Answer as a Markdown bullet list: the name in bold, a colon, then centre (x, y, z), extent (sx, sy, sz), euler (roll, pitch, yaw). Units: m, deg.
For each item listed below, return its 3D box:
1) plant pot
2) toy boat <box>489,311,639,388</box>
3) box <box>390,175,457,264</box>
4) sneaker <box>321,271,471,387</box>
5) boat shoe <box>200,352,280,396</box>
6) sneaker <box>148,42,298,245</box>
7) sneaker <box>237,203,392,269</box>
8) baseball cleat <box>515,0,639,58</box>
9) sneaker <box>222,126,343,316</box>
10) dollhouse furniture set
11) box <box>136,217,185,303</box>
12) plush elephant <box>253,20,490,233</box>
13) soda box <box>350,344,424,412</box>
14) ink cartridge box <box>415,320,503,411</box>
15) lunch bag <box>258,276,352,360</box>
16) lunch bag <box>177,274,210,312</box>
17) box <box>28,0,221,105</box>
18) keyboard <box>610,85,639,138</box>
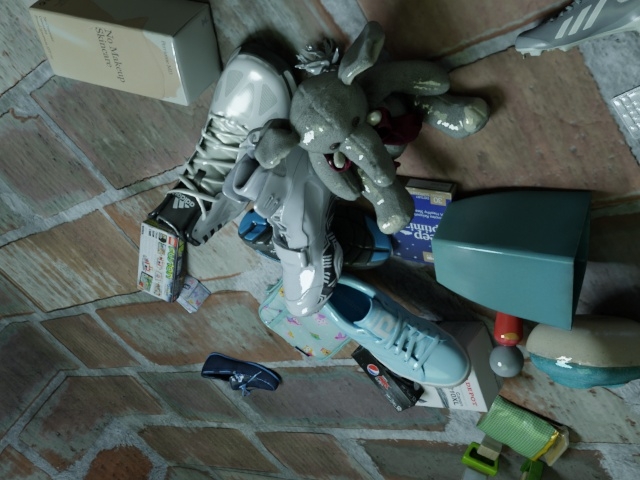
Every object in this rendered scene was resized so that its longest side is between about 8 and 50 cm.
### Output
- **plant pot**: centre (0.318, 0.019, 1.123), extent (0.234, 0.165, 0.165), euler (8, 137, 27)
- **toy boat**: centre (0.445, 0.204, 1.215), extent (0.268, 0.148, 0.318), euler (3, -178, -35)
- **box**: centre (0.198, -0.022, 1.273), extent (0.136, 0.036, 0.225), euler (10, 139, 26)
- **sneaker**: centre (0.130, 0.182, 1.329), extent (0.366, 0.135, 0.150), euler (29, -179, 15)
- **boat shoe**: centre (-0.247, 0.426, 2.037), extent (0.258, 0.089, 0.109), euler (7, 136, 29)
- **sneaker**: centre (-0.180, -0.133, 1.228), extent (0.169, 0.257, 0.447), euler (30, 142, 3)
- **sneaker**: centre (0.000, 0.000, 1.394), extent (0.341, 0.125, 0.139), euler (11, 159, 29)
- **baseball cleat**: centre (0.344, -0.303, 0.845), extent (0.206, 0.072, 0.109), euler (-5, 116, 33)
- **sneaker**: centre (-0.067, -0.032, 1.189), extent (0.137, 0.210, 0.365), euler (28, 114, 49)
- **dollhouse furniture set**: centre (0.457, 0.541, 1.621), extent (0.198, 0.151, 0.301), euler (22, 141, 14)
- **box**: centre (-0.415, 0.054, 1.725), extent (0.114, 0.036, 0.207), euler (21, 121, 14)
- **plush elephant**: centre (0.057, -0.171, 0.994), extent (0.330, 0.255, 0.272), euler (44, 117, 0)
- **soda box**: centre (0.148, 0.293, 1.466), extent (0.169, 0.053, 0.060), euler (50, 136, -1)
- **ink cartridge box**: centre (0.261, 0.275, 1.477), extent (0.237, 0.100, 0.172), euler (-6, 115, 39)
- **lunch bag**: centre (-0.022, 0.164, 1.571), extent (0.224, 0.108, 0.279), euler (35, 143, -4)
- **lunch bag**: centre (-0.355, 0.144, 1.813), extent (0.083, 0.071, 0.053), euler (47, 143, -16)
- **box**: centre (-0.348, -0.361, 1.204), extent (0.311, 0.121, 0.148), euler (16, 139, 21)
- **keyboard**: centre (0.513, -0.208, 0.862), extent (0.072, 0.014, 0.256), euler (46, 140, -18)
